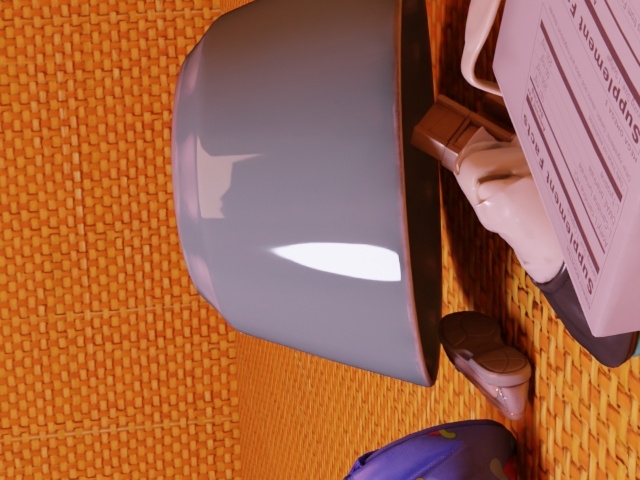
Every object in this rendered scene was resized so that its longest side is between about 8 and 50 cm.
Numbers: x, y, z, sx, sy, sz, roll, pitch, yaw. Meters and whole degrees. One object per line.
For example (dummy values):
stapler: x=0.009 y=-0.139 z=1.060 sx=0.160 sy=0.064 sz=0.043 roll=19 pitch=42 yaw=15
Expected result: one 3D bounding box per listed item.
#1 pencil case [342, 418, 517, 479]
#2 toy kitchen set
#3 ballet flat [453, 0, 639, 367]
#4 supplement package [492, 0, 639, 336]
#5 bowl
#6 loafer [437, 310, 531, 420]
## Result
pencil case: x=0.090 y=0.266 z=1.029 sx=0.119 sy=0.133 sz=0.306 roll=104 pitch=158 yaw=-61
toy kitchen set: x=0.111 y=-0.080 z=0.956 sx=0.068 sy=0.083 sz=0.075 roll=-52 pitch=-15 yaw=-30
ballet flat: x=0.117 y=-0.066 z=0.816 sx=0.095 sy=0.096 sz=0.280 roll=-125 pitch=31 yaw=-71
supplement package: x=0.148 y=-0.100 z=0.483 sx=0.244 sy=0.139 sz=0.134 roll=98 pitch=163 yaw=-49
bowl: x=-0.006 y=-0.049 z=1.116 sx=0.311 sy=0.163 sz=0.312 roll=-3 pitch=-90 yaw=-81
loafer: x=0.111 y=0.085 z=1.094 sx=0.125 sy=0.045 sz=0.039 roll=-129 pitch=28 yaw=-69
